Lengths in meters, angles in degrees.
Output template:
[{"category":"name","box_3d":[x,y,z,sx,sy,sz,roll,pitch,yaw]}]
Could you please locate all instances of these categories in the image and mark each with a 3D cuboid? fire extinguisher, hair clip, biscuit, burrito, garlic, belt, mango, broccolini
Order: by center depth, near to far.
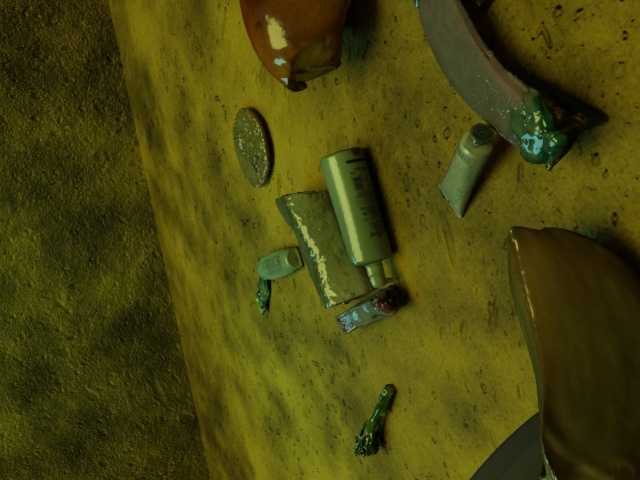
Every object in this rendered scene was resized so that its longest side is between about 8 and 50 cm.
[{"category":"garlic","box_3d":[0.263,0.156,0.596,0.151,0.196,0.338,-30,46,58]},{"category":"hair clip","box_3d":[0.209,-0.223,0.699,0.095,0.110,0.358,-47,54,20]},{"category":"fire extinguisher","box_3d":[0.195,-0.337,0.716,0.028,0.022,0.083,-35,68,21]},{"category":"mango","box_3d":[-0.036,-0.440,0.931,0.201,0.199,0.349,-18,74,34]},{"category":"belt","box_3d":[0.098,0.140,1.096,0.053,0.071,0.232,62,154,8]},{"category":"burrito","box_3d":[-0.001,0.001,1.163,0.299,0.105,0.143,65,155,14]},{"category":"broccolini","box_3d":[0.129,0.398,1.193,0.058,0.067,0.216,48,134,35]},{"category":"biscuit","box_3d":[-0.183,-0.243,1.443,0.220,0.033,0.219,40,138,49]},{"category":"hair clip","box_3d":[-0.174,0.140,1.623,0.060,0.033,0.188,51,147,40]}]

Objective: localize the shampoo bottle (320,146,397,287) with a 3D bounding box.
[{"category":"shampoo bottle","box_3d":[0.074,-0.039,1.022,0.085,0.085,0.262,-16,90,62]}]

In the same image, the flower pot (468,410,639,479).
[{"category":"flower pot","box_3d":[0.298,0.346,0.652,0.265,0.243,0.264,31,128,51]}]

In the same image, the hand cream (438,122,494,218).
[{"category":"hand cream","box_3d":[0.205,-0.098,0.774,0.067,0.042,0.194,58,169,20]}]

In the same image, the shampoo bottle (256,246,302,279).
[{"category":"shampoo bottle","box_3d":[-0.113,0.063,1.456,0.212,0.049,0.072,-18,92,61]}]
